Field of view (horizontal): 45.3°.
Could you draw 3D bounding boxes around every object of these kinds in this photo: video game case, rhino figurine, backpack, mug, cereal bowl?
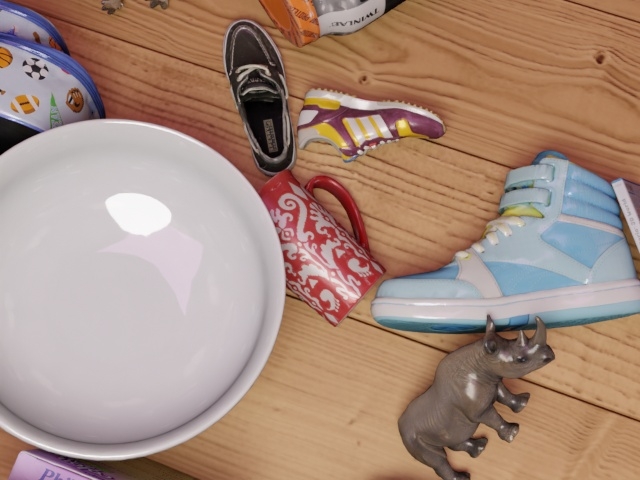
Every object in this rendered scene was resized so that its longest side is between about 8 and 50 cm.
[{"bbox_3d":[0.390,0.010,0.896,0.015,0.119,0.166,-25,75,30],"label":"video game case"},{"bbox_3d":[0.168,0.168,0.830,0.106,0.073,0.243,30,124,2],"label":"rhino figurine"},{"bbox_3d":[-0.388,-0.151,0.895,0.263,0.276,0.213,18,71,-2],"label":"backpack"},{"bbox_3d":[-0.002,0.000,0.911,0.169,0.113,0.150,43,83,7],"label":"mug"},{"bbox_3d":[-0.212,0.055,0.798,0.338,0.141,0.339,5,71,-15],"label":"cereal bowl"}]

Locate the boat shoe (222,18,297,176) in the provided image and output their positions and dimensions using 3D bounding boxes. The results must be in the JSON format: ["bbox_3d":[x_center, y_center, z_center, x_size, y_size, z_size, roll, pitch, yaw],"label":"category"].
[{"bbox_3d":[-0.075,-0.192,0.975,0.077,0.070,0.219,-17,77,-2],"label":"boat shoe"}]

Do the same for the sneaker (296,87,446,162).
[{"bbox_3d":[0.063,-0.133,0.965,0.185,0.069,0.084,11,86,11],"label":"sneaker"}]

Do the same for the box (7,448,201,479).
[{"bbox_3d":[-0.185,0.300,0.778,0.213,0.243,0.117,20,78,5],"label":"box"}]

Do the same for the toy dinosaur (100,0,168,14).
[{"bbox_3d":[-0.268,-0.421,1.013,0.295,0.127,0.201,-9,70,-6],"label":"toy dinosaur"}]

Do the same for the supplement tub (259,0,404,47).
[{"bbox_3d":[0.066,-0.388,0.953,0.316,0.193,0.194,-35,78,-6],"label":"supplement tub"}]

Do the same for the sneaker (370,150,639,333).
[{"bbox_3d":[0.208,0.001,0.897,0.318,0.127,0.208,-3,79,-9],"label":"sneaker"}]
